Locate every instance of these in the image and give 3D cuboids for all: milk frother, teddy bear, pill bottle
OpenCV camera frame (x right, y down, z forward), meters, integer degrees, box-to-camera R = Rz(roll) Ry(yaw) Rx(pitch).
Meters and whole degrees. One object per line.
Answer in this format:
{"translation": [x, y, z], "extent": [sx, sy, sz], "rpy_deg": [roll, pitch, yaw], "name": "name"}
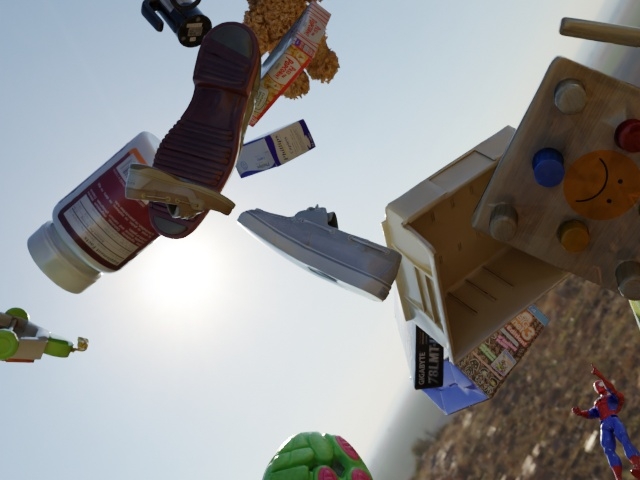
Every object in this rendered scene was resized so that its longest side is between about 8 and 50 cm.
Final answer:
{"translation": [-0.306, -0.519, 1.611], "extent": [0.129, 0.134, 0.143], "rpy_deg": [-1, -45, -49], "name": "milk frother"}
{"translation": [-0.069, -0.468, 1.581], "extent": [0.113, 0.245, 0.337], "rpy_deg": [-143, 42, -63], "name": "teddy bear"}
{"translation": [-0.499, -0.061, 1.805], "extent": [0.392, 0.224, 0.224], "rpy_deg": [-39, -9, 5], "name": "pill bottle"}

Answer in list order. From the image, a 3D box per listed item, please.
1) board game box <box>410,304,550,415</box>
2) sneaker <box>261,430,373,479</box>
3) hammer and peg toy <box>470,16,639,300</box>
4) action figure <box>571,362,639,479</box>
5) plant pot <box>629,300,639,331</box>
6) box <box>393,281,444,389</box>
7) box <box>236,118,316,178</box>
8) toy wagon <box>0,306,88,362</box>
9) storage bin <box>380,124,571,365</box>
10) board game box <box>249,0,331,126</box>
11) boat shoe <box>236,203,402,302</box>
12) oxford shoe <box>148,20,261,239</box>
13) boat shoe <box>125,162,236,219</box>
{"translation": [0.407, 0.281, 1.908], "extent": [0.291, 0.141, 0.232], "rpy_deg": [-43, -4, -30], "name": "board game box"}
{"translation": [-0.032, 0.491, 1.027], "extent": [0.202, 0.185, 0.482], "rpy_deg": [123, 160, -46], "name": "sneaker"}
{"translation": [0.372, -0.122, 0.934], "extent": [0.127, 0.266, 0.361], "rpy_deg": [-55, -12, -63], "name": "hammer and peg toy"}
{"translation": [0.592, 0.377, 1.560], "extent": [0.091, 0.139, 0.280], "rpy_deg": [-42, 16, 28], "name": "action figure"}
{"translation": [0.639, -0.004, 1.315], "extent": [0.275, 0.293, 0.274], "rpy_deg": [-14, -27, -8], "name": "plant pot"}
{"translation": [0.216, 0.130, 1.674], "extent": [0.293, 0.073, 0.295], "rpy_deg": [-102, 7, -60], "name": "box"}
{"translation": [-0.106, -0.202, 1.629], "extent": [0.126, 0.072, 0.137], "rpy_deg": [-12, 16, 45], "name": "box"}
{"translation": [-0.635, 0.179, 1.465], "extent": [0.068, 0.344, 0.267], "rpy_deg": [-69, 18, -1], "name": "toy wagon"}
{"translation": [0.245, 0.002, 1.128], "extent": [0.262, 0.123, 0.260], "rpy_deg": [-33, -47, -17], "name": "storage bin"}
{"translation": [-0.067, -0.306, 1.294], "extent": [0.193, 0.045, 0.146], "rpy_deg": [-40, 23, 44], "name": "board game box"}
{"translation": [0.000, 0.000, 0.960], "extent": [0.081, 0.228, 0.079], "rpy_deg": [-61, -20, -11], "name": "boat shoe"}
{"translation": [-0.166, -0.161, 1.178], "extent": [0.130, 0.123, 0.348], "rpy_deg": [44, -112, -81], "name": "oxford shoe"}
{"translation": [-0.160, -0.048, 0.844], "extent": [0.050, 0.135, 0.045], "rpy_deg": [15, 86, 56], "name": "boat shoe"}
